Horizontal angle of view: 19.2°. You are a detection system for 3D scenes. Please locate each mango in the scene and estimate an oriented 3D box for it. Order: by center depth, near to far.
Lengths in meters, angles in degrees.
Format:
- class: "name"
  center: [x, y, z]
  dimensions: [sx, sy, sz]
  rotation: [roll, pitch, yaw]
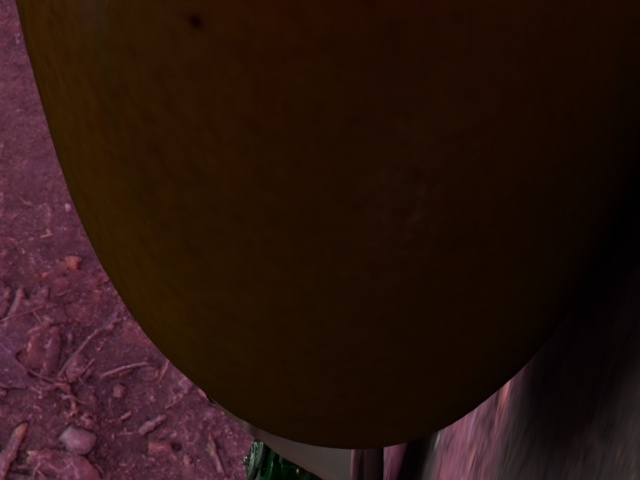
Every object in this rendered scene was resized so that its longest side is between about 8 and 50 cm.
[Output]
- class: "mango"
  center: [0.014, -0.079, 0.621]
  dimensions: [0.378, 0.221, 0.263]
  rotation: [91, -176, -49]

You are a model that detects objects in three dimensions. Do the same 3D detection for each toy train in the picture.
- class: "toy train"
  center: [-0.025, 0.194, 1.682]
  dimensions: [0.178, 0.071, 0.104]
  rotation: [108, 165, -46]

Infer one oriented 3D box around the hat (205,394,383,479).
- class: "hat"
  center: [0.023, 0.059, 1.079]
  dimensions: [0.219, 0.164, 0.226]
  rotation: [41, 165, 48]
